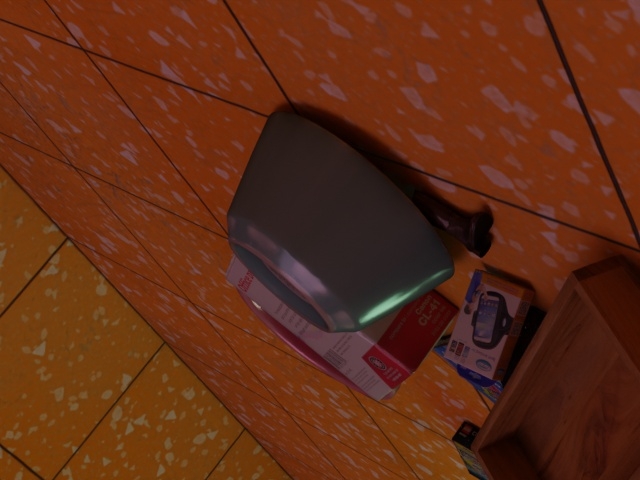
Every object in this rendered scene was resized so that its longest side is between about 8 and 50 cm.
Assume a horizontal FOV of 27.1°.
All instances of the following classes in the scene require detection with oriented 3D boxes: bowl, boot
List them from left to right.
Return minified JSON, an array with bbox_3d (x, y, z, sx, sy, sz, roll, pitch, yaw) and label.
[{"bbox_3d":[0.000,0.000,1.685,0.311,0.163,0.311,41,170,9],"label":"bowl"},{"bbox_3d":[0.148,-0.032,1.566,0.114,0.037,0.106,37,164,20],"label":"boot"}]

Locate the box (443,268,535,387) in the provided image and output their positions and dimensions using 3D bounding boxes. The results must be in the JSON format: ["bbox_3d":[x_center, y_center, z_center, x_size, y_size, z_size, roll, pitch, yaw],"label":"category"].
[{"bbox_3d":[0.206,0.112,1.650,0.081,0.136,0.028,23,-176,42],"label":"box"}]

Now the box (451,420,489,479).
[{"bbox_3d":[0.349,0.417,2.325,0.233,0.044,0.159,28,161,32],"label":"box"}]

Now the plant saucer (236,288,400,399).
[{"bbox_3d":[0.008,0.135,2.224,0.332,0.084,0.332,35,164,11],"label":"plant saucer"}]

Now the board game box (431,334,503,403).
[{"bbox_3d":[0.298,0.236,1.977,0.281,0.027,0.145,40,162,-5],"label":"board game box"}]

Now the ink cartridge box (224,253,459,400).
[{"bbox_3d":[0.024,0.080,1.950,0.306,0.131,0.226,40,161,1],"label":"ink cartridge box"}]

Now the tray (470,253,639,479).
[{"bbox_3d":[0.299,0.215,1.498,0.203,0.076,0.411,60,156,27],"label":"tray"}]

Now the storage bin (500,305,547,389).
[{"bbox_3d":[0.303,0.178,1.709,0.122,0.084,0.180,28,160,32],"label":"storage bin"}]
